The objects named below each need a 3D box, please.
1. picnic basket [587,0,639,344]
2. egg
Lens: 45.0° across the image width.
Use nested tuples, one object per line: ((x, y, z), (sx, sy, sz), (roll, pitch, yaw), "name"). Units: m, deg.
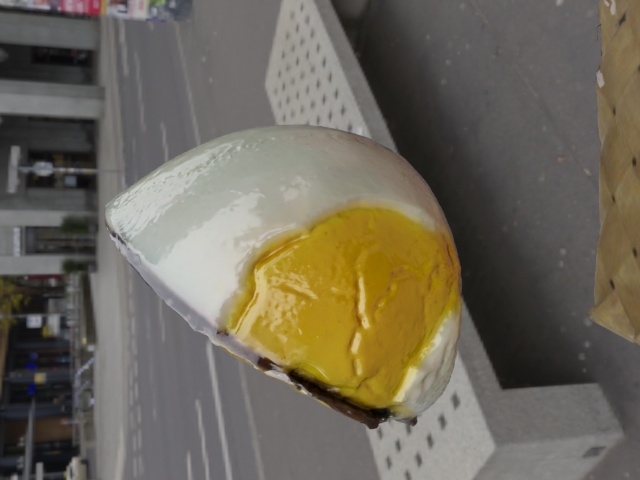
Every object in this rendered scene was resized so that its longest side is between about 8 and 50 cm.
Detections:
((0.329, -0.041, 0.352), (0.337, 0.337, 0.293), (-148, 54, -68), "picnic basket")
((0.000, 0.000, 0.691), (0.201, 0.337, 0.337), (-53, 25, 3), "egg")
